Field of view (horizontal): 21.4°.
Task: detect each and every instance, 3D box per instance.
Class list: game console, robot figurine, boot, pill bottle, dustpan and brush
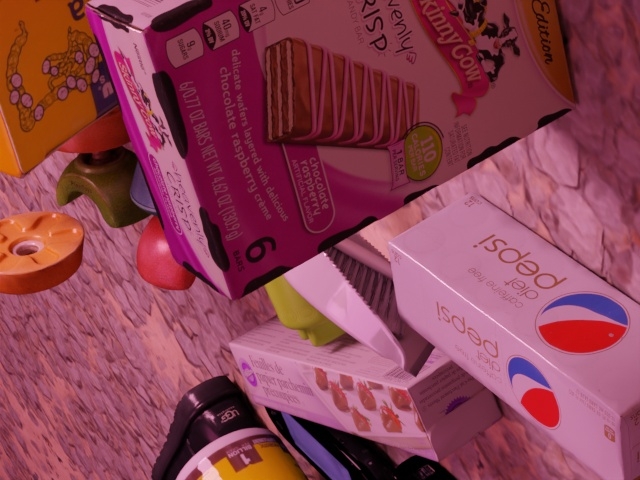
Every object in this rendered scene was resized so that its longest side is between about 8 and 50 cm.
[{"bbox_3d":[0.054,0.235,1.458,0.361,0.044,0.213,40,150,42],"label":"game console"},{"bbox_3d":[-0.012,0.022,1.306,0.115,0.067,0.101,68,165,-17],"label":"robot figurine"},{"bbox_3d":[-0.079,0.278,1.728,0.207,0.094,0.246,55,152,24],"label":"boot"},{"bbox_3d":[-0.036,0.280,1.519,0.215,0.117,0.117,53,157,31],"label":"pill bottle"},{"bbox_3d":[0.000,0.000,1.161,0.211,0.060,0.147,32,-167,5],"label":"dustpan and brush"}]

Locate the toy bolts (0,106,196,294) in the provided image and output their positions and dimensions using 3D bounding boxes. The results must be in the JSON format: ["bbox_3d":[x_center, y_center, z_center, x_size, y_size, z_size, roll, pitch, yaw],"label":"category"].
[{"bbox_3d":[-0.186,-0.059,1.441,0.229,0.218,0.158,18,130,34],"label":"toy bolts"}]

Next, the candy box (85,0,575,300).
[{"bbox_3d":[0.014,-0.094,0.884,0.071,0.233,0.159,30,144,51],"label":"candy box"}]

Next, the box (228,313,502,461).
[{"bbox_3d":[0.026,0.108,1.333,0.324,0.067,0.063,5,121,63],"label":"box"}]

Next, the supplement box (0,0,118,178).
[{"bbox_3d":[-0.317,-0.216,1.395,0.357,0.194,0.195,18,136,37],"label":"supplement box"}]

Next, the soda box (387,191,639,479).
[{"bbox_3d":[0.135,0.057,1.020,0.216,0.074,0.069,38,149,44],"label":"soda box"}]
